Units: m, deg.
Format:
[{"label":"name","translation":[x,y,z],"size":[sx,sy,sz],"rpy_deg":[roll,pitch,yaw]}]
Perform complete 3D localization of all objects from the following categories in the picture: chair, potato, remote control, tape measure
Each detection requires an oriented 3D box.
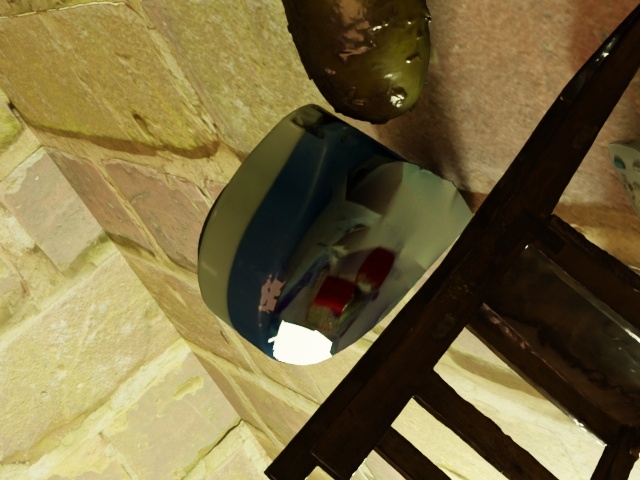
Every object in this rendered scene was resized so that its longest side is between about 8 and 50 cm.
[{"label":"chair","translation":[0.190,0.064,0.687],"size":[0.241,0.416,0.203],"rpy_deg":[39,160,4]},{"label":"potato","translation":[0.029,-0.212,0.895],"size":[0.149,0.113,0.251],"rpy_deg":[37,159,37]},{"label":"remote control","translation":[0.313,0.009,0.833],"size":[0.229,0.044,0.073],"rpy_deg":[56,-179,-15]},{"label":"tape measure","translation":[0.001,-0.002,1.044],"size":[0.138,0.262,0.259],"rpy_deg":[43,-170,30]}]
